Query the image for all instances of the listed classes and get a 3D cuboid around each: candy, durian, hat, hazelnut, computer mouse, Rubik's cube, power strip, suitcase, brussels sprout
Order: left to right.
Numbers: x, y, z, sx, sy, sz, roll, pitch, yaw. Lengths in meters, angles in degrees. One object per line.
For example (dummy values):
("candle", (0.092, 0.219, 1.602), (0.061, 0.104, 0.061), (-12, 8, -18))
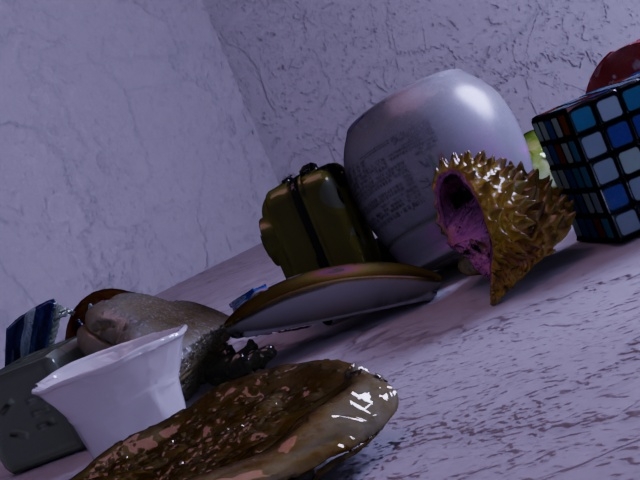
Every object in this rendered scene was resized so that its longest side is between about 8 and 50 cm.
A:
("power strip", (-0.367, 0.218, 1.730), (0.140, 0.139, 0.224), (-23, 4, 16))
("hazelnut", (-0.351, 0.178, 2.052), (0.178, 0.178, 0.204), (-22, 35, 13))
("hat", (-0.227, 0.189, 1.437), (0.203, 0.126, 0.203), (-23, 4, 2))
("candy", (-0.139, 0.122, 2.432), (0.088, 0.038, 0.136), (-26, 14, -5))
("suitcase", (0.000, 0.000, 1.876), (0.143, 0.235, 0.194), (-22, 4, 11))
("computer mouse", (0.014, 0.074, 1.701), (0.310, 0.072, 0.158), (-12, 4, 2))
("durian", (0.237, -0.043, 1.552), (0.186, 0.153, 0.260), (-7, 20, -23))
("brussels sprout", (0.423, -0.154, 2.364), (0.151, 0.122, 0.149), (-20, 2, 19))
("Rubik's cube", (0.401, -0.114, 1.558), (0.187, 0.182, 0.184), (-23, 3, -5))

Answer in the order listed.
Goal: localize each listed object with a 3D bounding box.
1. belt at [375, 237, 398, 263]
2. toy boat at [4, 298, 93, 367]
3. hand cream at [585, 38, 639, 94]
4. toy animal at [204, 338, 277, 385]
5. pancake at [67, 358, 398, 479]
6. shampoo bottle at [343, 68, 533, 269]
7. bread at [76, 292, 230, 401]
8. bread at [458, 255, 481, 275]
("belt", (0.165, 0.001, 2.081), (0.151, 0.078, 0.198), (-22, 2, 31))
("toy boat", (-0.358, 0.172, 1.878), (0.292, 0.210, 0.070), (-22, 26, -6))
("hand cream", (0.502, -0.189, 1.720), (0.230, 0.230, 0.149), (-18, 4, 46))
("toy animal", (-0.105, 0.167, 1.645), (0.136, 0.047, 0.065), (-16, 13, 46))
("pancake", (-0.104, 0.197, 1.084), (0.382, 0.071, 0.382), (-23, 4, 2))
("shampoo bottle", (0.186, -0.097, 1.843), (0.273, 0.266, 0.273), (-26, -6, -3))
("bread", (-0.234, 0.138, 1.705), (0.337, 0.183, 0.102), (-31, -36, -80))
("bread", (0.242, 0.016, 1.641), (0.136, 0.054, 0.154), (-23, -2, -26))
